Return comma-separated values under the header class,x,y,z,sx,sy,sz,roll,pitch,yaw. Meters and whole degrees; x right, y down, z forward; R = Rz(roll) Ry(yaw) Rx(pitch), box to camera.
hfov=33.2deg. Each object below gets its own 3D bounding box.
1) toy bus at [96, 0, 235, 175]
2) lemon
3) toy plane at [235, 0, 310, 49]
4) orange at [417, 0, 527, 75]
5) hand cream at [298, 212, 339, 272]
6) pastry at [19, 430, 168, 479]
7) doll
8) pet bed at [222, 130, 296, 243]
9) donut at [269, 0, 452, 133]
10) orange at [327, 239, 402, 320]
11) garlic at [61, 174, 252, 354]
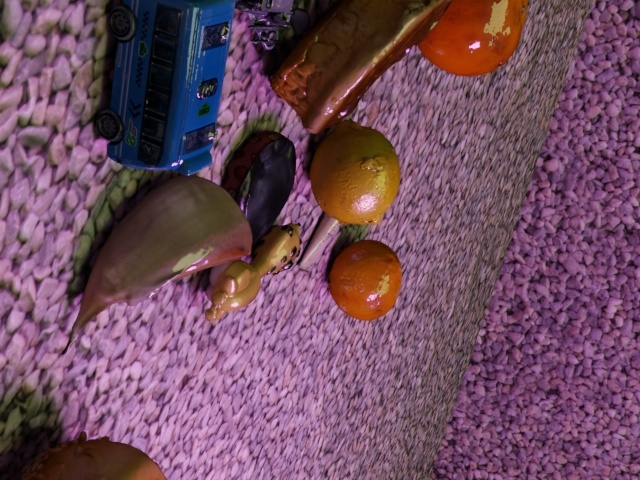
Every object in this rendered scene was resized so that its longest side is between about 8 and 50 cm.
class,x,y,z,sx,sy,sz,roll,pitch,yaw
toy bus,-0.192,-0.208,1.361,0.113,0.134,0.246,-32,140,-56
lemon,0.064,-0.127,2.001,0.173,0.173,0.206,-35,121,-53
toy plane,-0.085,-0.351,1.539,0.246,0.078,0.169,-25,135,-59
orange,0.293,-0.464,2.105,0.284,0.226,0.283,13,90,-72
hand cream,0.000,0.000,2.168,0.143,0.039,0.061,-62,161,2
pastry,-0.359,0.413,1.542,0.284,0.184,0.315,-23,142,-50
doll,-0.118,0.050,1.871,0.291,0.086,0.117,-42,160,-51
pet bed,-0.102,-0.091,1.807,0.201,0.053,0.201,-50,154,-35
donut,0.058,-0.323,1.711,0.330,0.160,0.330,-44,178,-2
orange,0.099,0.085,2.321,0.177,0.155,0.177,-60,166,-26
garlic,-0.222,0.030,1.547,0.338,0.151,0.196,-38,158,-48
